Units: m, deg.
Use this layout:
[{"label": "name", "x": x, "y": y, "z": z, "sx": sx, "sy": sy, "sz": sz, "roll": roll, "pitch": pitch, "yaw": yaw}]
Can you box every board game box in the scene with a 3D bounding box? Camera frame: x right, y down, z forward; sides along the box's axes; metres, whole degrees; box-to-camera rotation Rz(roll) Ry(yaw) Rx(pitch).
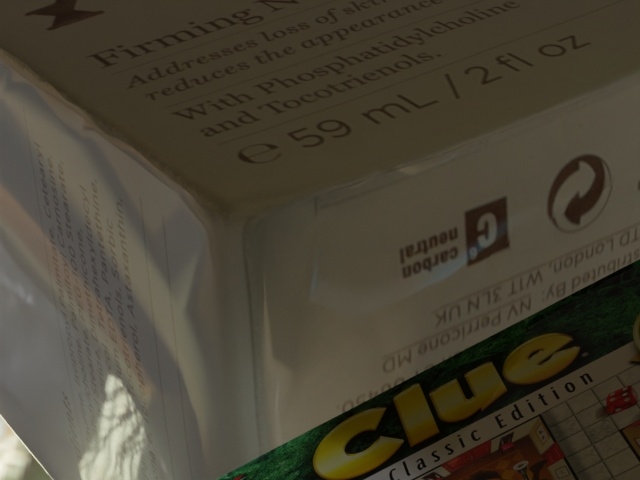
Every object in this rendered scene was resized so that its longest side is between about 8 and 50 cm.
[{"label": "board game box", "x": 0.056, "y": 0.079, "z": 0.442, "sx": 0.030, "sy": 0.260, "sz": 0.136, "roll": 60, "pitch": -177, "yaw": -21}]

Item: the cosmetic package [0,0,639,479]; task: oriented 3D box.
[{"label": "cosmetic package", "x": 0.000, "y": 0.000, "z": 0.788, "sx": 0.394, "sy": 0.329, "sz": 0.327, "roll": 34, "pitch": 138, "yaw": 47}]
